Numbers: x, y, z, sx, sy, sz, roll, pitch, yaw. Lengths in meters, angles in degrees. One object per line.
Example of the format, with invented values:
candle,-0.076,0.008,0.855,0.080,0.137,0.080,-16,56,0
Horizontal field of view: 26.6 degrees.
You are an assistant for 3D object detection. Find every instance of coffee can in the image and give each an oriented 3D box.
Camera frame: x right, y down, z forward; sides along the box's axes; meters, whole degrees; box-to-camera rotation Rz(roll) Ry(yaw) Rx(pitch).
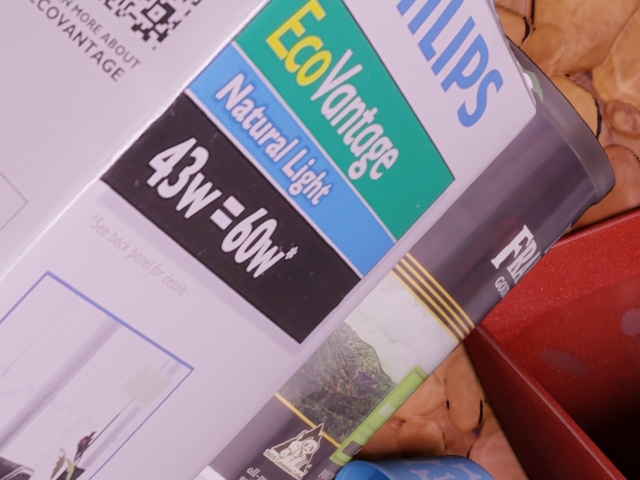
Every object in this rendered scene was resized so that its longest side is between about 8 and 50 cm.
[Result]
coffee can,0.000,0.000,0.774,0.275,0.201,0.201,-46,108,-1

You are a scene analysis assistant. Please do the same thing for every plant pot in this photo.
plant pot,0.265,0.134,0.852,0.267,0.267,0.235,-19,118,-10

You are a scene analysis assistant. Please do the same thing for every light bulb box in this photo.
light bulb box,-0.162,-0.073,0.618,0.361,0.358,0.225,-46,152,-1

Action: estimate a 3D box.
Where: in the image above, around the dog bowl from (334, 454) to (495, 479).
dog bowl,0.083,0.275,0.876,0.074,0.166,0.297,-13,104,-24
